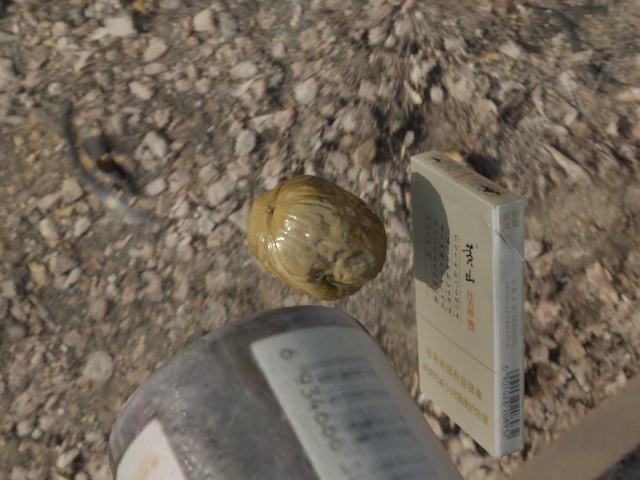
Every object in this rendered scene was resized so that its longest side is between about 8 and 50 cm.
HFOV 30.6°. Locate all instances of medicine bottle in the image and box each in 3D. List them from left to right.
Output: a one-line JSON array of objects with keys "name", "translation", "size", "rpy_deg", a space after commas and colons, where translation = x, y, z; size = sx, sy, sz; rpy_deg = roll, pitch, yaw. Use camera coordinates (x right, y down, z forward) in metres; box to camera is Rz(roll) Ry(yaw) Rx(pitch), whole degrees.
[{"name": "medicine bottle", "translation": [0.014, 0.181, 0.585], "size": [0.165, 0.165, 0.273], "rpy_deg": [-37, 59, 11]}]

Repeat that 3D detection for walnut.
[{"name": "walnut", "translation": [0.000, 0.000, 1.478], "size": [0.184, 0.155, 0.155], "rpy_deg": [27, 104, -33]}]

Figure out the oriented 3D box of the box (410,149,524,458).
[{"name": "box", "translation": [0.192, 0.082, 1.538], "size": [0.051, 0.204, 0.365], "rpy_deg": [-15, 117, -21]}]
